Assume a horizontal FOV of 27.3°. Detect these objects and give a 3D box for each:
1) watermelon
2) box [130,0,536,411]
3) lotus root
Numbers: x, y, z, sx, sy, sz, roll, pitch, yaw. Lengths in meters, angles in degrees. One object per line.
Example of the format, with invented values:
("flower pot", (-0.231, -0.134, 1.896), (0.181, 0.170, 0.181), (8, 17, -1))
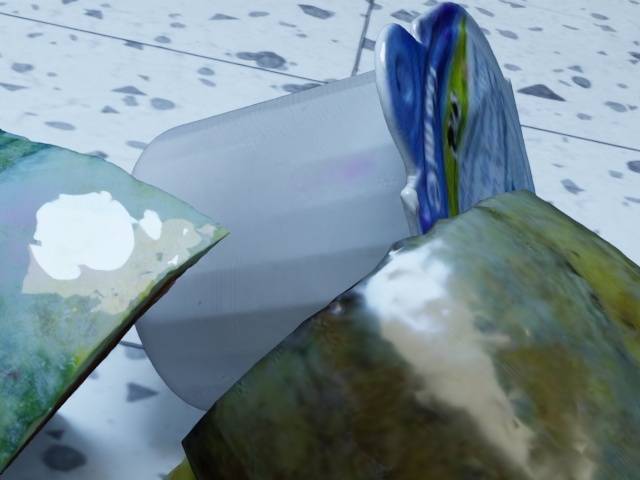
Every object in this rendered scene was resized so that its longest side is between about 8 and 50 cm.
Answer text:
("watermelon", (-0.193, 0.047, 0.713), (0.176, 0.260, 0.256), (7, 44, -37))
("box", (0.000, 0.000, 0.762), (0.206, 0.291, 0.262), (-11, 63, 22))
("lotus root", (0.100, 0.167, 0.489), (0.250, 0.250, 0.346), (-20, 71, -43))
